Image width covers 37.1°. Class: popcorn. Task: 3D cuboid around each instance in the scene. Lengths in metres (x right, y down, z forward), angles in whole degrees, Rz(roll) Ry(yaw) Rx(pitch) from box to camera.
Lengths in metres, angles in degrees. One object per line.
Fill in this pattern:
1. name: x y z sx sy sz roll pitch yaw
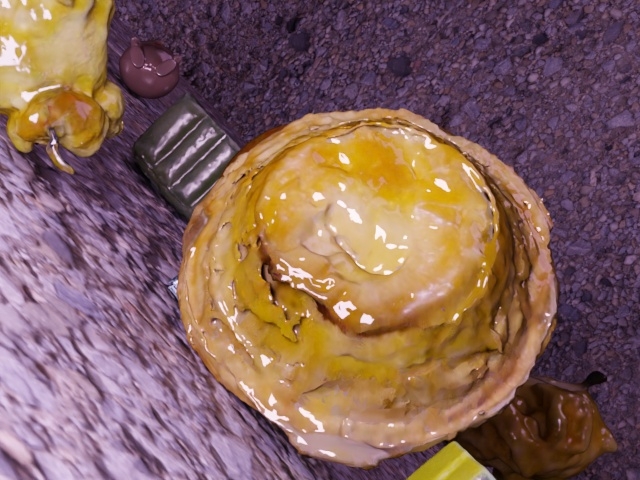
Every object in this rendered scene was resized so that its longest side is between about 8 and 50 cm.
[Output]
1. popcorn: -0.250 -0.160 0.785 0.173 0.168 0.195 21 -57 59
2. popcorn: 0.361 0.335 1.708 0.297 0.281 0.316 20 -12 -38

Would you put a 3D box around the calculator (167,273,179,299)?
1. calculator: -0.080 0.097 0.901 0.172 0.018 0.057 48 5 -3

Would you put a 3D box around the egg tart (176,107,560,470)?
1. egg tart: 0.047 0.010 0.788 0.341 0.341 0.129 48 -23 19

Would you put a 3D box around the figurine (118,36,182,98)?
1. figurine: -0.339 -0.344 1.900 0.125 0.125 0.138 46 -7 -7

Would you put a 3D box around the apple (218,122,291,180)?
1. apple: 0.000 0.000 0.993 0.264 0.264 0.264 46 4 -4

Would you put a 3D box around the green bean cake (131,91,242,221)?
1. green bean cake: -0.142 -0.082 1.302 0.222 0.125 0.227 44 2 -1

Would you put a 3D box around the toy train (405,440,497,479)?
1. toy train: 0.183 0.313 0.635 0.369 0.150 0.237 48 -2 3
